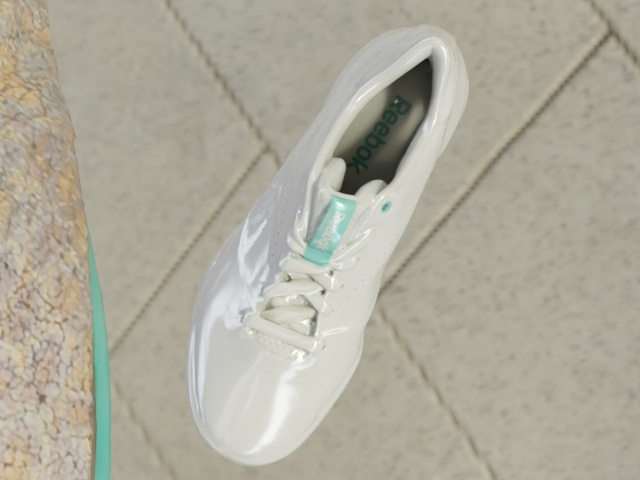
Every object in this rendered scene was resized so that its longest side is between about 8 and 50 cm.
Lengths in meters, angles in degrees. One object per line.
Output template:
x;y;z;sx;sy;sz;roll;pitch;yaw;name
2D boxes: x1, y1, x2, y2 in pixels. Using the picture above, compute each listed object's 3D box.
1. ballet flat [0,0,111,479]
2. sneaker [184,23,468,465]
-0.111;-0.037;0.390;0.107;0.106;0.316;-28;52;28;ballet flat
0.000;0.000;0.822;0.080;0.094;0.212;25;90;-2;sneaker
